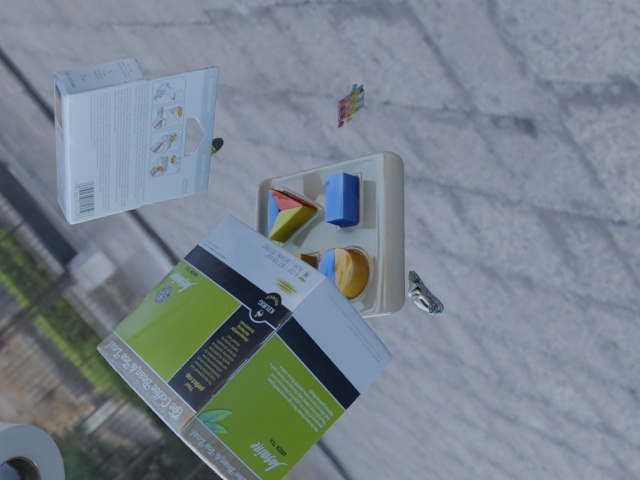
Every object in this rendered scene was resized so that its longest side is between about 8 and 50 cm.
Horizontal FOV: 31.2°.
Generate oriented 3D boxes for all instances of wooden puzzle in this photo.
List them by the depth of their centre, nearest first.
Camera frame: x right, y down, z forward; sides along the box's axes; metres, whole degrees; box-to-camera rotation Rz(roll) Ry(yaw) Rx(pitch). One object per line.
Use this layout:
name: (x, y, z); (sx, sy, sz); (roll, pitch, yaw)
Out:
wooden puzzle: (0.045, -0.199, 1.681); (0.006, 0.049, 0.083); (43, 158, 22)
wooden puzzle: (0.000, 0.000, 2.253); (0.347, 0.322, 0.080); (-9, 163, 35)

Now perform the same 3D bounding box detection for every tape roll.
tape roll: (-0.613, 0.449, 2.092); (0.169, 0.246, 0.246); (1, 139, 34)

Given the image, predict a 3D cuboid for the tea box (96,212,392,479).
tea box: (-0.127, 0.179, 1.834); (0.329, 0.323, 0.220); (32, 164, 53)

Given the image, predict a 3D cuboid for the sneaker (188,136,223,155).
sneaker: (-0.227, -0.174, 2.290); (0.031, 0.083, 0.035); (51, -173, -29)

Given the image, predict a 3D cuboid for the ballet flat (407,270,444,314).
ballet flat: (0.189, 0.101, 2.181); (0.114, 0.041, 0.041); (51, 172, 38)

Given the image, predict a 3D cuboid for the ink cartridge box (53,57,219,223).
ink cartridge box: (-0.286, -0.161, 1.773); (0.060, 0.238, 0.275); (57, 151, 34)
